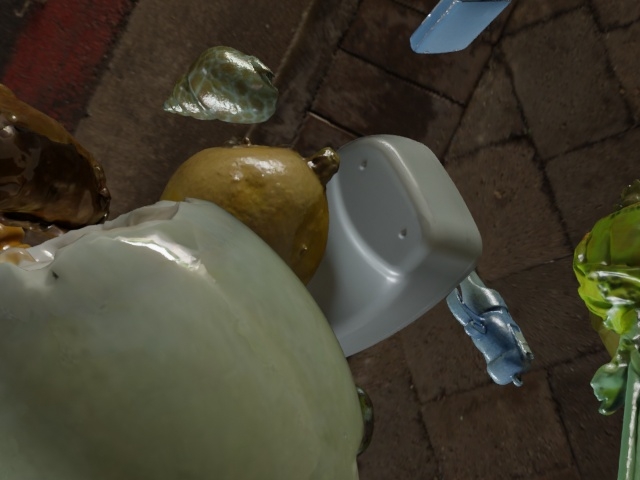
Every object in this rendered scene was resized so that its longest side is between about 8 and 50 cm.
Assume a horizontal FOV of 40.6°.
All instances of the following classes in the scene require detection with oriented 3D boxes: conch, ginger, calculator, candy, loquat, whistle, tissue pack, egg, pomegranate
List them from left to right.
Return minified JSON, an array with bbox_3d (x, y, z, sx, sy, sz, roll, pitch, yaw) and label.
[{"bbox_3d":[-0.356,-0.085,0.932,0.165,0.321,0.172,10,93,39],"label":"ginger"},{"bbox_3d":[-0.071,0.094,0.388,0.183,0.183,0.217,-17,99,9],"label":"egg"},{"bbox_3d":[-0.144,-0.228,1.280,0.173,0.116,0.106,30,50,28],"label":"conch"},{"bbox_3d":[-0.065,-0.021,0.826,0.204,0.172,0.149,-43,42,0],"label":"loquat"},{"bbox_3d":[0.011,0.271,1.341,0.149,0.169,0.148,-7,50,8],"label":"pomegranate"},{"bbox_3d":[0.048,0.022,1.177,0.333,0.236,0.229,-36,68,22],"label":"tissue pack"},{"bbox_3d":[0.235,-0.374,1.455,0.121,0.210,0.039,-8,73,-25],"label":"calculator"},{"bbox_3d":[0.330,0.165,1.671,0.093,0.180,0.269,-45,46,27],"label":"whistle"},{"bbox_3d":[0.152,0.071,0.417,0.077,0.262,0.073,-9,124,31],"label":"candy"}]

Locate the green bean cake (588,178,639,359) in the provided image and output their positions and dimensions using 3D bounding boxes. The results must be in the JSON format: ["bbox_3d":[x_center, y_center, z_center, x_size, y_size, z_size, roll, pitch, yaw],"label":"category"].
[{"bbox_3d":[0.488,0.049,1.212,0.202,0.285,0.309,2,61,10],"label":"green bean cake"}]

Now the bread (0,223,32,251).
[{"bbox_3d":[-0.581,0.017,1.456,0.173,0.121,0.311,-35,82,-27],"label":"bread"}]
